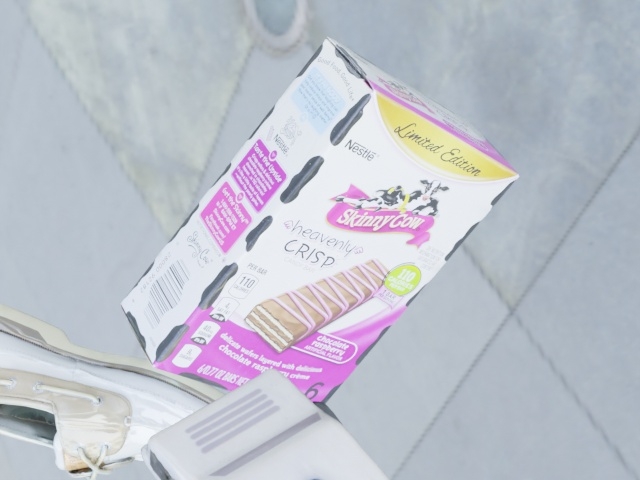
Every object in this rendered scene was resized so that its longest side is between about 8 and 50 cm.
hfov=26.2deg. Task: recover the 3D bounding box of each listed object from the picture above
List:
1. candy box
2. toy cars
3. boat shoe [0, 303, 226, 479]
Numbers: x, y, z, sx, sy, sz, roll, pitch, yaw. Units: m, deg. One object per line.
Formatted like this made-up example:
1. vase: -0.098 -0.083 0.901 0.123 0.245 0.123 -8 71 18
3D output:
1. candy box: 0.000 0.000 0.924 0.233 0.159 0.071 -52 45 15
2. toy cars: -0.011 0.211 0.588 0.087 0.176 0.394 98 178 -50
3. boat shoe: -0.193 0.155 1.183 0.302 0.103 0.113 18 145 12
